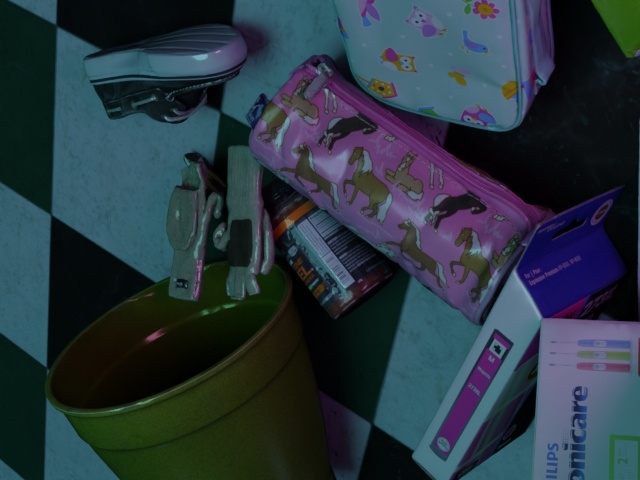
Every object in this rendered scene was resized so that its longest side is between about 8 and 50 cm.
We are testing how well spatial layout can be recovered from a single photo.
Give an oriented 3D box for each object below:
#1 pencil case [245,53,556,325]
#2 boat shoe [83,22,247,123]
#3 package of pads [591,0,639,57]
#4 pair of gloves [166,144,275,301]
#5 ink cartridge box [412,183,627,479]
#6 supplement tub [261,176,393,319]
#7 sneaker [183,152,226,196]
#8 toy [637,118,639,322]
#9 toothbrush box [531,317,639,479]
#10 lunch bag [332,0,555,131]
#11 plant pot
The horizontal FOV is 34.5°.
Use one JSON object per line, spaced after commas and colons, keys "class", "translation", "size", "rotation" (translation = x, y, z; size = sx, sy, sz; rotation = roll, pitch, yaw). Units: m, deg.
{"class": "pencil case", "translation": [0.094, -0.063, 1.217], "size": [0.386, 0.167, 0.160], "rotation": [38, 92, 20]}
{"class": "boat shoe", "translation": [-0.205, -0.224, 1.435], "size": [0.335, 0.121, 0.119], "rotation": [7, 122, 50]}
{"class": "package of pads", "translation": [0.295, -0.347, 0.915], "size": [0.296, 0.101, 0.229], "rotation": [58, 149, 3]}
{"class": "pair of gloves", "translation": [-0.136, -0.019, 1.401], "size": [0.240, 0.042, 0.204], "rotation": [-7, 83, 52]}
{"class": "ink cartridge box", "translation": [0.236, 0.114, 1.160], "size": [0.069, 0.176, 0.371], "rotation": [41, 131, 28]}
{"class": "supplement tub", "translation": [0.000, 0.000, 1.360], "size": [0.198, 0.106, 0.106], "rotation": [52, 134, 9]}
{"class": "sneaker", "translation": [-0.175, -0.093, 1.514], "size": [0.083, 0.031, 0.035], "rotation": [48, 133, 12]}
{"class": "toy", "translation": [0.398, -0.014, 1.046], "size": [0.137, 0.056, 0.237], "rotation": [11, 124, 36]}
{"class": "toothbrush box", "translation": [0.288, 0.237, 1.061], "size": [0.122, 0.206, 0.283], "rotation": [0, 146, 18]}
{"class": "lunch bag", "translation": [0.131, -0.240, 1.061], "size": [0.224, 0.108, 0.279], "rotation": [14, 151, 23]}
{"class": "plant pot", "translation": [-0.145, 0.268, 1.472], "size": [0.366, 0.366, 0.353], "rotation": [-3, 120, 41]}
